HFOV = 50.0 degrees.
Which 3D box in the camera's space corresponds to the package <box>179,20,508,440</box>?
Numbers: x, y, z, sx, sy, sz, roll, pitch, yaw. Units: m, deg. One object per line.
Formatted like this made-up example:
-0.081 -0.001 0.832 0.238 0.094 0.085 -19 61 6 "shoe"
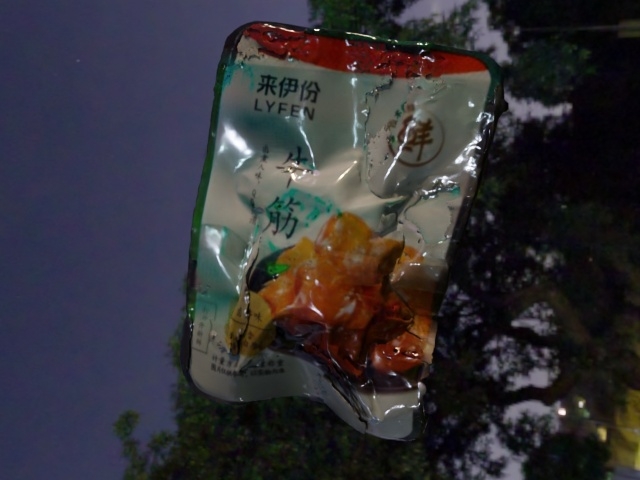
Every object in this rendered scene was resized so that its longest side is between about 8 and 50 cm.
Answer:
0.000 0.000 0.386 0.040 0.166 0.231 -23 -54 -70 "package"
